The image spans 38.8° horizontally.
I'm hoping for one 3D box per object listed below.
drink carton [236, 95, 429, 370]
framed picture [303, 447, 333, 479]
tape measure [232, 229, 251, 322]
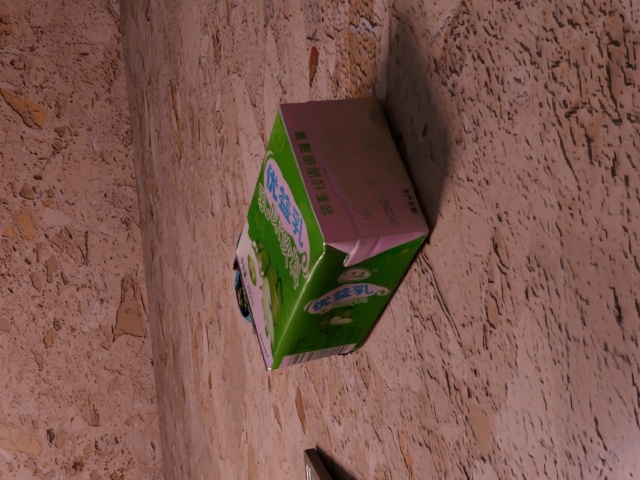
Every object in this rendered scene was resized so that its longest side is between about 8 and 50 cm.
[{"bbox_3d":[0.000,0.000,0.900,0.271,0.108,0.161,114,143,-55],"label":"drink carton"},{"bbox_3d":[0.021,0.385,1.042,0.289,0.016,0.213,-150,55,-77],"label":"framed picture"},{"bbox_3d":[-0.071,0.042,1.167,0.146,0.081,0.125,174,93,-72],"label":"tape measure"}]
